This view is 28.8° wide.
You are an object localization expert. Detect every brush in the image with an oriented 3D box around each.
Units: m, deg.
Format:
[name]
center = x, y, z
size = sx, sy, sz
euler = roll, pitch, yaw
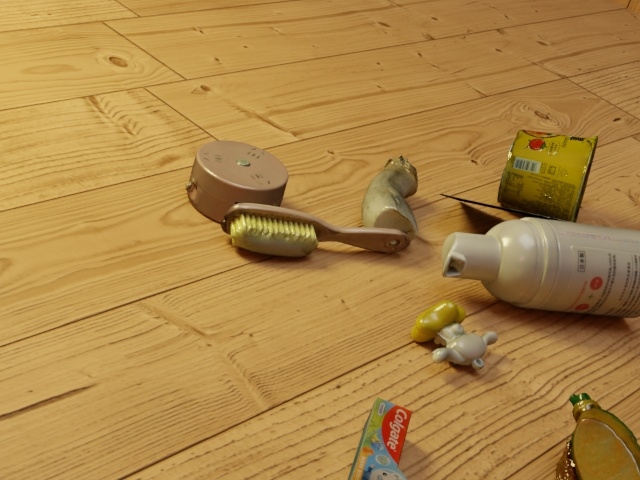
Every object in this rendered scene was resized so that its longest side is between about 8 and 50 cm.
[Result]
[brush]
center = -0.001, 0.002, 1.888
size = 0.313, 0.072, 0.067
euler = 8, 53, -26

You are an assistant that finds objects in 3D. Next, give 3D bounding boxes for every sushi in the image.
[sushi]
center = 0.329, 0.291, 1.588
size = 0.050, 0.047, 0.099
euler = 16, 32, -11

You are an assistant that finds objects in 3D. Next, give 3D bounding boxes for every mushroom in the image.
[mushroom]
center = 0.115, -0.069, 2.050
size = 0.092, 0.081, 0.223
euler = 1, 27, 5

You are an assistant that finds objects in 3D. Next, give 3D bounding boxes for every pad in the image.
[pad]
center = 0.332, -0.048, 2.095
size = 0.243, 0.004, 0.164
euler = 13, 2, 18

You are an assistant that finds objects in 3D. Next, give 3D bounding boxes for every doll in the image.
[doll]
center = 0.198, 0.135, 1.766
size = 0.135, 0.071, 0.113
euler = 8, 38, -28

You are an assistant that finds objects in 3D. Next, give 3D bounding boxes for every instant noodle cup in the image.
[instant noodle cup]
center = 0.401, -0.115, 2.214
size = 0.144, 0.182, 0.182
euler = 16, 28, 13

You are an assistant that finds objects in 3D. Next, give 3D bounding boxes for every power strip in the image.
[power strip]
center = -0.131, -0.090, 1.938
size = 0.154, 0.078, 0.154
euler = 15, 30, -9

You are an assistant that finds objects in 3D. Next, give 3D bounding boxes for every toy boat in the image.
[toy boat]
center = 0.361, 0.282, 1.534
size = 0.088, 0.089, 0.229
euler = 38, 26, -58

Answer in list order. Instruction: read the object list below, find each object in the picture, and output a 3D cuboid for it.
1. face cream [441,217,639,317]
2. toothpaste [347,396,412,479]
[face cream]
center = 0.339, 0.034, 1.931
size = 0.370, 0.145, 0.145
euler = 8, 31, -22
[toothpaste]
center = 0.076, 0.266, 1.484
size = 0.070, 0.044, 0.193
euler = 22, 29, 2
